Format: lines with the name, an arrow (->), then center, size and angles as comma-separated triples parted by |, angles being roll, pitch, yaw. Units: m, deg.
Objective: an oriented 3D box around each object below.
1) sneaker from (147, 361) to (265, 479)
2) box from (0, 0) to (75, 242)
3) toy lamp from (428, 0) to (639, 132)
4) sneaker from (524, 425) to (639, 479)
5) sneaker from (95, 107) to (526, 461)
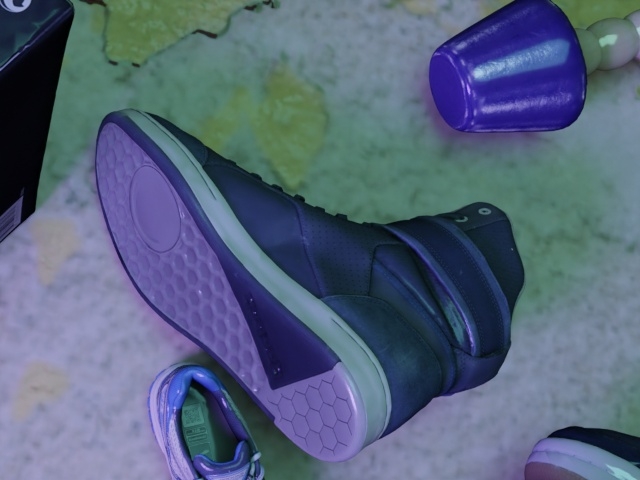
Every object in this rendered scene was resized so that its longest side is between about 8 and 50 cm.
sneaker -> -0.049, 0.122, 0.741 | 0.052, 0.058, 0.135 | -21, 81, -19
box -> -0.214, -0.080, 0.648 | 0.184, 0.261, 0.103 | 45, 69, 2
toy lamp -> 0.192, -0.121, 0.860 | 0.275, 0.080, 0.080 | -19, 80, -18
sneaker -> 0.247, 0.118, 0.793 | 0.282, 0.099, 0.153 | 26, 75, -13
sneaker -> 0.000, 0.002, 0.778 | 0.163, 0.086, 0.226 | -22, 58, -39
